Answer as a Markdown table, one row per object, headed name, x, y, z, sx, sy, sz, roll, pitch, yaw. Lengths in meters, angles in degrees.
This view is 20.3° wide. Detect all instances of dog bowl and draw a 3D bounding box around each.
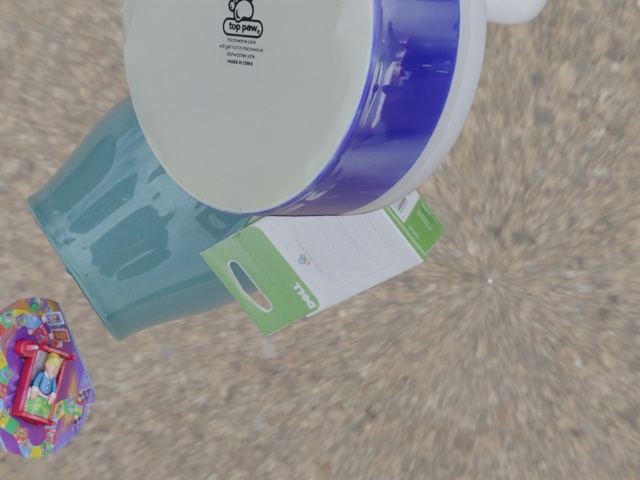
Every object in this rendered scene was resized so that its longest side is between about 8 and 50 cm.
| name | x | y | z | sx | sy | sz | roll | pitch | yaw |
| --- | --- | --- | --- | --- | --- | --- | --- | --- | --- |
| dog bowl | -0.017 | -0.147 | 1.217 | 0.265 | 0.104 | 0.265 | 4 | 95 | 46 |

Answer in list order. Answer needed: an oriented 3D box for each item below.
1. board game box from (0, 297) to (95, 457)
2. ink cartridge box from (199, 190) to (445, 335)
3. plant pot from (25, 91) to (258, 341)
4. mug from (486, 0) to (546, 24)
| name | x | y | z | sx | sy | sz | roll | pitch | yaw |
| --- | --- | --- | --- | --- | --- | --- | --- | --- | --- |
| board game box | -0.292 | 0.145 | 1.872 | 0.033 | 0.133 | 0.169 | -2 | 115 | 44 |
| ink cartridge box | 0.000 | 0.000 | 1.670 | 0.209 | 0.062 | 0.109 | -27 | 108 | 38 |
| plant pot | -0.160 | -0.033 | 1.895 | 0.255 | 0.271 | 0.272 | -34 | 86 | -6 |
| mug | 0.027 | -0.283 | 1.548 | 0.374 | 0.328 | 0.276 | 17 | 115 | -14 |
